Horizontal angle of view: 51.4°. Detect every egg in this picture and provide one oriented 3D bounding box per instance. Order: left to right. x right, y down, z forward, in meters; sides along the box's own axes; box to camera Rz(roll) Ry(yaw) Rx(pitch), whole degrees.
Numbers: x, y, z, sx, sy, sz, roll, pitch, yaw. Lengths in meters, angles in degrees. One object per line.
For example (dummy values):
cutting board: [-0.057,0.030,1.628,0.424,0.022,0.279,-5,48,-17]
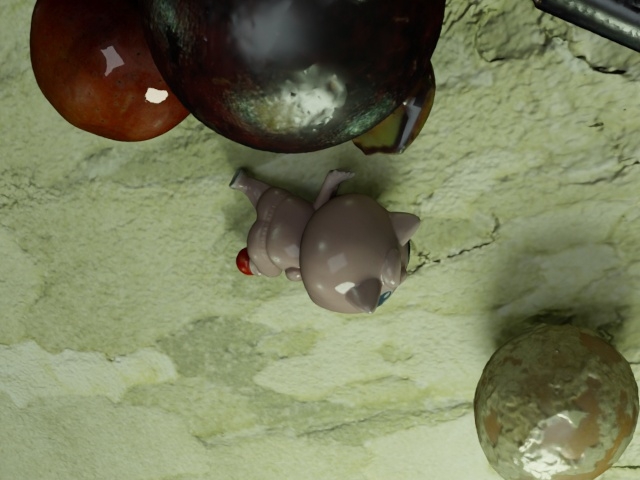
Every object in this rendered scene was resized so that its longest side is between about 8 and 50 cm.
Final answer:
egg: [0.303,0.222,0.873,0.203,0.203,0.245,22,124,6]

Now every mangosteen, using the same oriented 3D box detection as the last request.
mangosteen: [-0.018,-0.223,0.632,0.311,0.311,0.311,9,122,15]

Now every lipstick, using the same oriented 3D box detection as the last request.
lipstick: [0.190,-0.297,0.677,0.418,0.077,0.077,28,125,4]

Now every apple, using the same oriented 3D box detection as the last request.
apple: [-0.228,-0.233,0.783,0.233,0.234,0.234,9,122,15]

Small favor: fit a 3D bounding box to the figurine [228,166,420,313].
figurine: [0.000,0.000,0.901,0.287,0.176,0.186,11,166,32]
